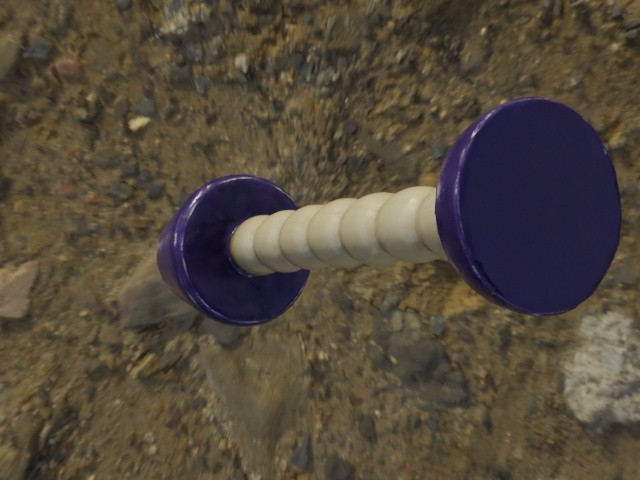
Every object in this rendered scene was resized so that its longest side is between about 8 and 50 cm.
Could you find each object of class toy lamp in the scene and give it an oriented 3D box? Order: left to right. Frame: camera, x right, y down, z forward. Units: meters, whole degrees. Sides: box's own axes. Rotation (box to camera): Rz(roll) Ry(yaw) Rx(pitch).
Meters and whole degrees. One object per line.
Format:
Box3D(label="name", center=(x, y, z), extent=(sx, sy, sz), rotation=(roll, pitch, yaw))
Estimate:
Box3D(label="toy lamp", center=(0.000, 0.000, 0.428), extent=(0.080, 0.274, 0.080), rotation=(2, 85, -29))
